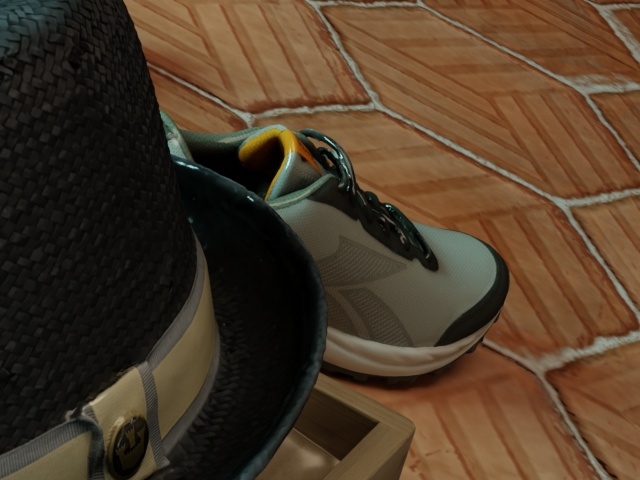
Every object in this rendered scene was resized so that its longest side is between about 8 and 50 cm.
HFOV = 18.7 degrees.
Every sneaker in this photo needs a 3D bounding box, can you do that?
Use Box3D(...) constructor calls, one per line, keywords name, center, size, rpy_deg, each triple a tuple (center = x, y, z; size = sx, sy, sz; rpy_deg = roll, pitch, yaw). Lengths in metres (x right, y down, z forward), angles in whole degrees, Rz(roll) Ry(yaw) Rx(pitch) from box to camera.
Box3D(name="sneaker", center=(0.000, 0.000, 0.972), size=(0.271, 0.108, 0.100), rpy_deg=(9, 30, -40))

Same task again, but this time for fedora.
Box3D(name="fedora", center=(-0.159, -0.007, 0.626), size=(0.334, 0.152, 0.334), rpy_deg=(-2, 28, 1))

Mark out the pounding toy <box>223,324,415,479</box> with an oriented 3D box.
Box3D(name="pounding toy", center=(-0.062, 0.078, 0.761), size=(0.181, 0.094, 0.206), rpy_deg=(26, 28, 16))
